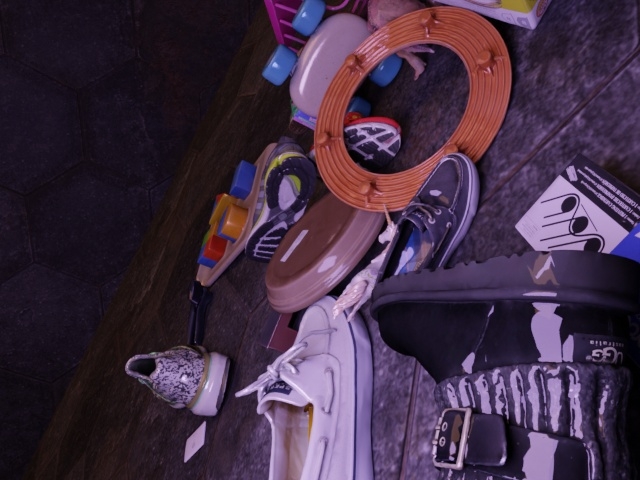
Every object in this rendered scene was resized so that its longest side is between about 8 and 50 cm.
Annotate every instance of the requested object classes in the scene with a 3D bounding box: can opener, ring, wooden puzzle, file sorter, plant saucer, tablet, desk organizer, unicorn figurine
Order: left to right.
[{"bbox_3d":[-0.261,0.419,1.171,0.083,0.006,0.054,-49,28,30],"label":"tablet"},{"bbox_3d":[-0.324,0.194,1.465,0.059,0.073,0.186,-30,49,39],"label":"can opener"},{"bbox_3d":[-0.239,-0.075,1.532,0.348,0.081,0.322,-36,35,45],"label":"wooden puzzle"},{"bbox_3d":[-0.056,0.132,0.991,0.047,0.050,0.130,2,67,64],"label":"desk organizer"},{"bbox_3d":[0.000,0.000,0.943,0.278,0.041,0.278,-41,21,20],"label":"plant saucer"},{"bbox_3d":[0.011,-0.540,1.238,0.290,0.182,0.202,57,-124,-83],"label":"file sorter"},{"bbox_3d":[0.074,0.043,0.774,0.111,0.060,0.162,-64,-1,38],"label":"unicorn figurine"},{"bbox_3d":[0.117,-0.204,0.846,0.337,0.032,0.336,-15,64,34],"label":"ring"}]

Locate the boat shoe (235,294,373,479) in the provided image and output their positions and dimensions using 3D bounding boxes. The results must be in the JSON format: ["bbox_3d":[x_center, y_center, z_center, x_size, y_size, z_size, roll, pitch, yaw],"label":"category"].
[{"bbox_3d":[-0.030,0.205,0.736,0.136,0.157,0.367,-43,31,37],"label":"boat shoe"}]

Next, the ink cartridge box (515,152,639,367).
[{"bbox_3d":[0.259,0.011,0.486,0.097,0.046,0.207,-55,26,22],"label":"ink cartridge box"}]

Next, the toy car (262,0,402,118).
[{"bbox_3d":[0.012,-0.371,1.167,0.210,0.219,0.238,-56,20,16],"label":"toy car"}]

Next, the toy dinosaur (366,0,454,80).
[{"bbox_3d":[0.126,-0.413,0.989,0.127,0.200,0.295,-39,34,43],"label":"toy dinosaur"}]

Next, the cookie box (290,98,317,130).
[{"bbox_3d":[-0.019,-0.297,1.299,0.040,0.092,0.107,-54,25,27],"label":"cookie box"}]

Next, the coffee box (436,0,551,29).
[{"bbox_3d":[0.176,-0.541,0.715,0.338,0.334,0.338,34,98,35],"label":"coffee box"}]

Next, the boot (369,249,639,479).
[{"bbox_3d":[0.131,0.158,0.499,0.348,0.131,0.260,146,130,-73],"label":"boot"}]

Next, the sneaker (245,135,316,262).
[{"bbox_3d":[-0.078,-0.071,1.113,0.121,0.111,0.300,-95,23,-46],"label":"sneaker"}]

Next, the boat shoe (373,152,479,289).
[{"bbox_3d":[0.126,-0.011,0.709,0.080,0.076,0.228,28,93,39],"label":"boat shoe"}]

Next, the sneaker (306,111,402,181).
[{"bbox_3d":[0.055,-0.191,1.036,0.279,0.107,0.118,-7,53,61],"label":"sneaker"}]

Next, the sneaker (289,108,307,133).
[{"bbox_3d":[-0.021,-0.356,1.392,0.192,0.064,0.086,-44,35,43],"label":"sneaker"}]

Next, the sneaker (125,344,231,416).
[{"bbox_3d":[-0.344,0.284,1.256,0.410,0.182,0.158,-20,48,57],"label":"sneaker"}]
